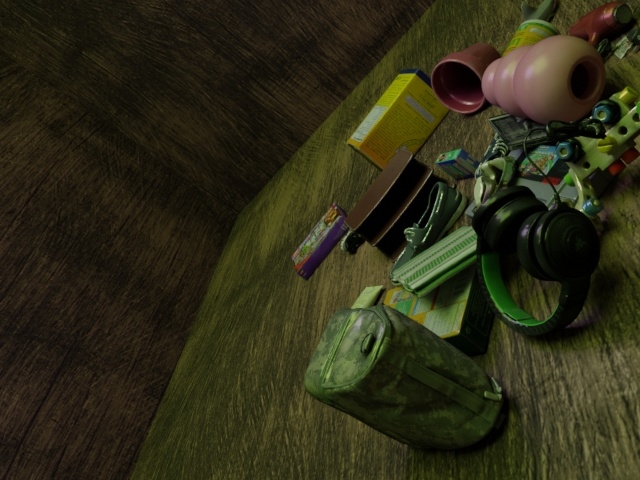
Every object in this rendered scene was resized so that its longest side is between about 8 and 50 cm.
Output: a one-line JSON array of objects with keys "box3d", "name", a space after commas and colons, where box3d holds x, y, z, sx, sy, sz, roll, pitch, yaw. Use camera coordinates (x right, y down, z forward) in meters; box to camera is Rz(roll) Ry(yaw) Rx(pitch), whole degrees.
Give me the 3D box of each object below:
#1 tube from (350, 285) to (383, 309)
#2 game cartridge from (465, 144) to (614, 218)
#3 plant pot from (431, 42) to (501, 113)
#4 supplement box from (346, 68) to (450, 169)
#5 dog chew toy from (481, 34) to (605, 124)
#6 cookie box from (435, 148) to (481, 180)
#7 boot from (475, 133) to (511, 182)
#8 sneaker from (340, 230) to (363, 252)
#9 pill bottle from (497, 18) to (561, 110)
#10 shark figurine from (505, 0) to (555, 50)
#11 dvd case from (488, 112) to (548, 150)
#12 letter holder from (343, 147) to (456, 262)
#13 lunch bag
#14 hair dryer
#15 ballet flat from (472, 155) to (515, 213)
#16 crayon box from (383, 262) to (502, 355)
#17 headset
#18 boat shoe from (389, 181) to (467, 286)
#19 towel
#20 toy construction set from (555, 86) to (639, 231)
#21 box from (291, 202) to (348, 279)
[{"box3d": [0.102, 0.228, 1.726, 0.070, 0.062, 0.240, 20, 63, 26], "name": "tube"}, {"box3d": [0.488, -0.113, 1.360, 0.230, 0.068, 0.355, -58, 18, 4], "name": "game cartridge"}, {"box3d": [0.494, -0.546, 1.945, 0.180, 0.201, 0.201, -46, 12, -28], "name": "plant pot"}, {"box3d": [0.294, -0.437, 2.214, 0.356, 0.195, 0.194, -52, 18, 6], "name": "supplement box"}, {"box3d": [0.525, -0.390, 1.462, 0.206, 0.206, 0.332, -55, 26, -3], "name": "dog chew toy"}, {"box3d": [0.400, -0.219, 1.714, 0.040, 0.092, 0.107, -61, 19, -13], "name": "cookie box"}, {"box3d": [0.475, -0.233, 1.559, 0.190, 0.069, 0.086, -62, -7, 4], "name": "boot"}, {"box3d": [0.133, -0.028, 2.095, 0.170, 0.063, 0.075, -58, 17, 4], "name": "sneaker"}, {"box3d": [0.576, -0.491, 1.688, 0.245, 0.136, 0.136, -59, 18, -14], "name": "pill bottle"}, {"box3d": [0.690, -0.742, 1.907, 0.278, 0.116, 0.166, -59, 20, -10], "name": "shark figurine"}, {"box3d": [0.530, -0.288, 1.491, 0.164, 0.018, 0.221, -14, 29, 7], "name": "dvd case"}, {"box3d": [0.242, -0.108, 1.824, 0.302, 0.152, 0.214, -52, 20, 6], "name": "letter holder"}, {"box3d": [0.161, 0.261, 1.120, 0.212, 0.305, 0.256, -63, 16, -17], "name": "lunch bag"}, {"box3d": [0.693, -0.508, 1.520, 0.223, 0.080, 0.293, -42, 21, 34], "name": "hair dryer"}, {"box3d": [0.403, -0.135, 1.393, 0.077, 0.079, 0.221, -31, 29, 53], "name": "ballet flat"}, {"box3d": [0.256, 0.178, 1.372, 0.323, 0.083, 0.203, -29, 30, 52], "name": "crayon box"}, {"box3d": [0.409, -0.022, 1.077, 0.243, 0.185, 0.394, -137, 43, -56], "name": "headset"}, {"box3d": [0.276, -0.020, 1.652, 0.319, 0.099, 0.116, -54, 18, 2], "name": "boat shoe"}, {"box3d": [0.289, 0.043, 1.390, 0.248, 0.038, 0.325, -34, 2, 0], "name": "towel"}, {"box3d": [0.557, -0.147, 1.083, 0.151, 0.215, 0.327, -15, -26, -49], "name": "toy construction set"}, {"box3d": [0.000, 0.000, 2.385, 0.293, 0.057, 0.201, -51, 17, 9], "name": "box"}]
